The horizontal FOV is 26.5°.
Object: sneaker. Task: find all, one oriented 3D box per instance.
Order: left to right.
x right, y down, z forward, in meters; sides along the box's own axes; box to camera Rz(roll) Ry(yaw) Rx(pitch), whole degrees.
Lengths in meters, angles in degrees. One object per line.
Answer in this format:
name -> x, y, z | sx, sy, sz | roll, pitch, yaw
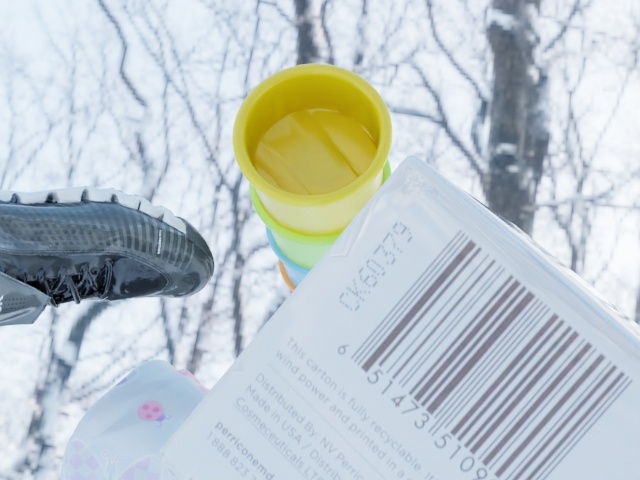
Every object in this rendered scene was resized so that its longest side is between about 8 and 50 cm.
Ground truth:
sneaker -> -0.179, 0.016, 0.810 | 0.234, 0.106, 0.078 | 14, -44, -16

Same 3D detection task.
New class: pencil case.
pencil case -> -0.037, 0.188, 0.852 | 0.273, 0.113, 0.124 | 29, -44, 23

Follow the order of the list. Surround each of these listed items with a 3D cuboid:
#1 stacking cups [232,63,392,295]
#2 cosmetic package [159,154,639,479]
stacking cups -> 0.000, 0.000, 0.931 | 0.096, 0.096, 0.316 | 7, -23, 5
cosmetic package -> 0.065, 0.081, 0.553 | 0.151, 0.151, 0.183 | 43, 7, 20
